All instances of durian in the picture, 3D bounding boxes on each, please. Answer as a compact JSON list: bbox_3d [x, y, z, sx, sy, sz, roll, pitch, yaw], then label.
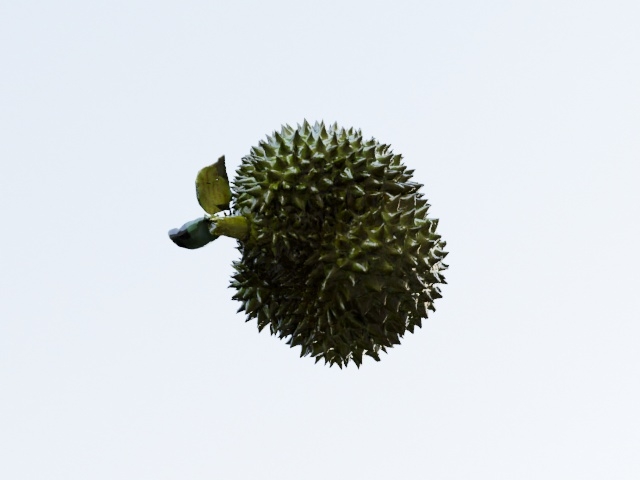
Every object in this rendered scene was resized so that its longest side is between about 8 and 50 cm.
[{"bbox_3d":[0.010,-0.008,1.213,0.198,0.146,0.159,55,-139,-28],"label":"durian"}]
